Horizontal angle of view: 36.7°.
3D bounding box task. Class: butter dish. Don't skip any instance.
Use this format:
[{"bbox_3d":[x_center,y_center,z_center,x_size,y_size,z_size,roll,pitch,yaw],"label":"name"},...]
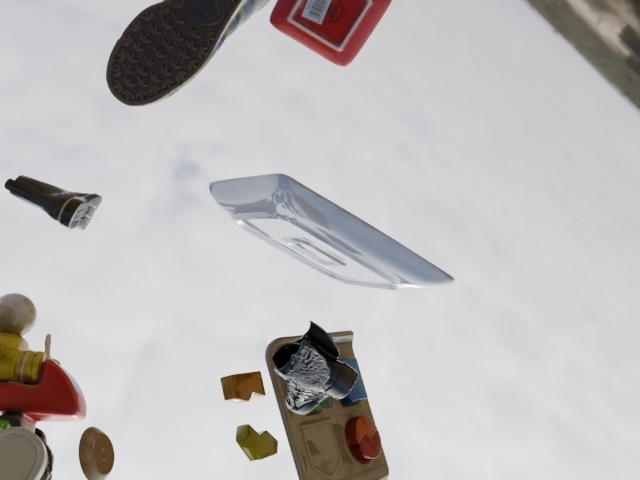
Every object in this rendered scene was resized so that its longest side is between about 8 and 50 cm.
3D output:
[{"bbox_3d":[0.021,-0.400,1.605,0.160,0.160,0.118,29,-150,-11],"label":"butter dish"}]

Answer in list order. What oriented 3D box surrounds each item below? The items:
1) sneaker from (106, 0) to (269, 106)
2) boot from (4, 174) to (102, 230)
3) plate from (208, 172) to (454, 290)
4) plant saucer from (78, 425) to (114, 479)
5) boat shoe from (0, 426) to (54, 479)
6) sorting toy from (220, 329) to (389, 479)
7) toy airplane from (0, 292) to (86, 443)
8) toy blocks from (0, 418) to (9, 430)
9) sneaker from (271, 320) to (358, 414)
[{"bbox_3d":[-0.081,-0.179,0.748,0.064,0.192,0.086,46,-157,2],"label":"sneaker"},{"bbox_3d":[-0.492,-0.082,1.796,0.137,0.076,0.198,27,178,0],"label":"boot"},{"bbox_3d":[0.000,0.000,1.285,0.277,0.045,0.278,31,168,-23],"label":"plate"},{"bbox_3d":[-0.318,0.308,1.388,0.083,0.015,0.083,-13,-90,-73],"label":"plant saucer"},{"bbox_3d":[-0.467,0.387,1.240,0.117,0.324,0.096,34,162,14],"label":"boat shoe"},{"bbox_3d":[-0.006,0.236,1.268,0.307,0.041,0.228,3,-109,-58],"label":"sorting toy"},{"bbox_3d":[-0.650,0.218,1.838,0.384,0.272,0.386,34,162,-27],"label":"toy airplane"},{"bbox_3d":[-0.592,0.376,1.494,0.191,0.381,0.261,17,-161,-25],"label":"toy blocks"},{"bbox_3d":[-0.019,0.146,1.089,0.089,0.170,0.051,36,-121,-13],"label":"sneaker"}]
